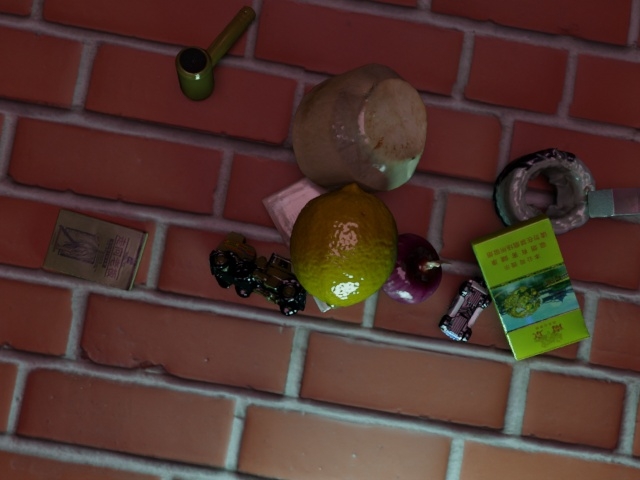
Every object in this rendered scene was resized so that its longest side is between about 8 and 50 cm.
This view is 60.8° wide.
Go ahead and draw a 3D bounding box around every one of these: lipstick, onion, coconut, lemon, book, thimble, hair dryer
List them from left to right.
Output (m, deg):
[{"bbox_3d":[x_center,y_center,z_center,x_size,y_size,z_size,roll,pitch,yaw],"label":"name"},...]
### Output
[{"bbox_3d":[-0.577,0.025,1.400,0.231,0.026,0.161,16,88,-1],"label":"book"},{"bbox_3d":[-0.260,-0.494,1.382,0.090,0.135,0.278,36,78,-1],"label":"hair dryer"},{"bbox_3d":[0.053,0.013,1.235,0.268,0.267,0.267,0,88,-1],"label":"lemon"},{"bbox_3d":[0.089,-0.252,1.300,0.324,0.323,0.322,0,88,-1],"label":"coconut"},{"bbox_3d":[0.219,0.070,1.353,0.178,0.153,0.177,1,84,-5],"label":"onion"},{"bbox_3d":[0.566,-0.112,1.373,0.238,0.150,0.237,0,90,-3],"label":"thimble"},{"bbox_3d":[0.788,-0.095,1.348,0.318,0.066,0.068,-4,91,-30],"label":"lipstick"}]

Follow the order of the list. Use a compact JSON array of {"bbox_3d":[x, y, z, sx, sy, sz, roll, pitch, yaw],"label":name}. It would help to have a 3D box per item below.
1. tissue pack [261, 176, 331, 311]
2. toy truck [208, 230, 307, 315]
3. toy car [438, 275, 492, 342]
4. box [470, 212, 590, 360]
[{"bbox_3d":[0.000,0.000,1.393,0.170,0.071,0.325,-28,89,0],"label":"tissue pack"},{"bbox_3d":[-0.144,0.085,1.354,0.257,0.127,0.127,26,62,11],"label":"toy truck"},{"bbox_3d":[0.372,0.171,1.397,0.080,0.070,0.170,31,89,-1],"label":"toy car"},{"bbox_3d":[0.510,0.119,1.327,0.187,0.047,0.334,-22,105,11],"label":"box"}]
